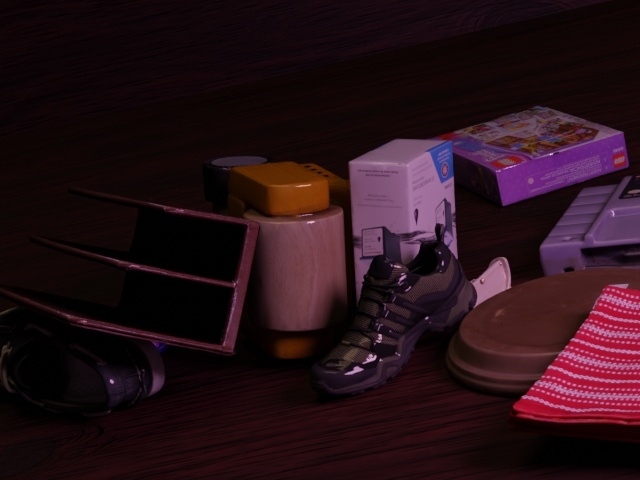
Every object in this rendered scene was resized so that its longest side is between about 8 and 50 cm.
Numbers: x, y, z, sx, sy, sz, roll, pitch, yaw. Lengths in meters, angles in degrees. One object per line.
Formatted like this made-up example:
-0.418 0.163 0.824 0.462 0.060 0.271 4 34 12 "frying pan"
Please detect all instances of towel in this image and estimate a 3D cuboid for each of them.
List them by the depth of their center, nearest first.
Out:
0.310 0.110 1.422 0.199 0.031 0.275 2 25 31 "towel"

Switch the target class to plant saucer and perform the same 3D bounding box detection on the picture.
0.265 0.089 1.627 0.278 0.041 0.278 -13 15 4 "plant saucer"

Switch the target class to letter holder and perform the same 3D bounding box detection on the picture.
-0.242 0.020 1.763 0.214 0.152 0.302 12 0 -30 "letter holder"

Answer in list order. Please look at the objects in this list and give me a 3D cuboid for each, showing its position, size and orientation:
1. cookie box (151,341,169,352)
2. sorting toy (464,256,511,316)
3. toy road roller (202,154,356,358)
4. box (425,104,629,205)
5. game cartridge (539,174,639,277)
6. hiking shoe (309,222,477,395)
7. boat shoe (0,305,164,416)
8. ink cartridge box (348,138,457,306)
-0.245 0.124 1.928 0.107 0.040 0.092 -3 20 36 "cookie box"
0.176 0.063 1.788 0.083 0.045 0.075 -39 14 -31 "sorting toy"
0.000 0.000 1.875 0.240 0.202 0.329 -7 14 -16 "toy road roller"
0.300 -0.131 2.291 0.201 0.057 0.293 -17 17 -12 "box"
0.459 -0.032 1.836 0.355 0.068 0.230 -6 22 26 "game cartridge"
0.064 0.075 1.670 0.227 0.114 0.086 -37 25 -27 "hiking shoe"
-0.322 0.142 1.803 0.302 0.114 0.091 -2 14 38 "boat shoe"
0.099 -0.013 1.800 0.082 0.190 0.139 2 16 27 "ink cartridge box"
